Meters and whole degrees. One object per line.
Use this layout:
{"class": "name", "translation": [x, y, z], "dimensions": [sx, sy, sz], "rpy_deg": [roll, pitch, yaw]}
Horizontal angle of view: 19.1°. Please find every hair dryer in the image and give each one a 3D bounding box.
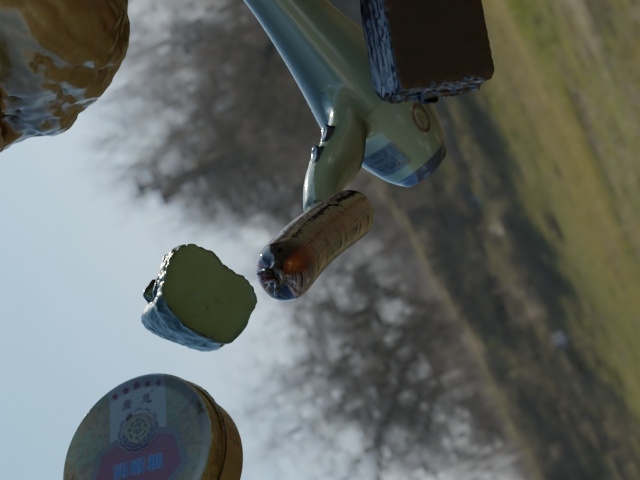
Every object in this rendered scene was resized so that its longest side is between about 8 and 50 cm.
{"class": "hair dryer", "translation": [-0.012, -0.161, 1.886], "dimensions": [0.296, 0.119, 0.298], "rpy_deg": [58, -150, -1]}

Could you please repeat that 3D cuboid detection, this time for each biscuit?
{"class": "biscuit", "translation": [0.079, -0.324, 1.830], "dimensions": [0.073, 0.107, 0.388], "rpy_deg": [173, 86, -73]}

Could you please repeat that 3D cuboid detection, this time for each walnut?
{"class": "walnut", "translation": [-0.270, -0.192, 1.569], "dimensions": [0.257, 0.225, 0.257], "rpy_deg": [180, 90, -88]}

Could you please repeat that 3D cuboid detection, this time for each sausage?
{"class": "sausage", "translation": [0.000, 0.000, 0.805], "dimensions": [0.198, 0.025, 0.028], "rpy_deg": [-41, -40, -75]}

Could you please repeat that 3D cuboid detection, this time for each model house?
{"class": "model house", "translation": [-0.102, 0.048, 1.469], "dimensions": [0.079, 0.066, 0.083], "rpy_deg": [33, 159, -15]}

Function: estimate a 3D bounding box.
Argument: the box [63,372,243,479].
{"class": "box", "translation": [-0.096, 0.129, 1.087], "dimensions": [0.037, 0.105, 0.105], "rpy_deg": [44, -160, -49]}
